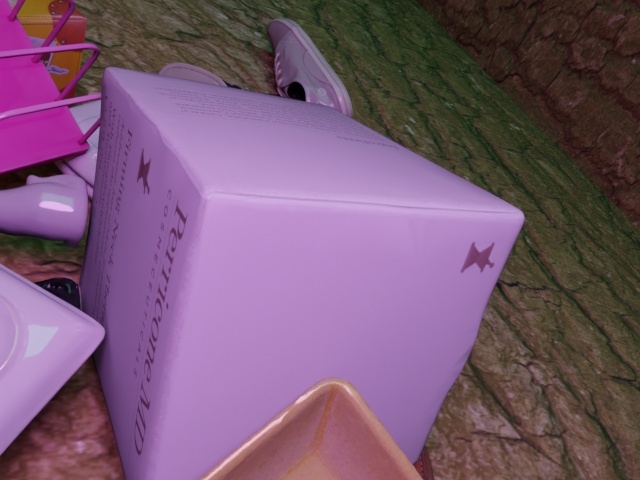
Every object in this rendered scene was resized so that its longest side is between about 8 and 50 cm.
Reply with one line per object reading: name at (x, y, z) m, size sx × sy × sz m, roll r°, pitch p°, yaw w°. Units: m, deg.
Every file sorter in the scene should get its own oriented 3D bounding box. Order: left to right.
file sorter at (-0.417, -0.251, 0.663) m, size 0.202 × 0.182 × 0.291 m, roll -34°, pitch 97°, yaw -49°

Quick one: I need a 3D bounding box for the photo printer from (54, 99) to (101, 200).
photo printer at (-0.290, -0.150, 0.934) m, size 0.256 × 0.107 × 0.307 m, roll 37°, pitch 38°, yaw 8°

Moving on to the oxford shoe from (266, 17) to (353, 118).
oxford shoe at (-0.066, -0.443, 1.404) m, size 0.129 × 0.169 × 0.450 m, roll -25°, pitch 55°, yaw -7°

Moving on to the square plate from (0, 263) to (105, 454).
square plate at (-0.432, 0.108, 0.440) m, size 0.347 × 0.049 × 0.344 m, roll 32°, pitch 54°, yaw 2°

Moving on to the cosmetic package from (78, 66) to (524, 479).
cosmetic package at (-0.068, 0.028, 0.615) m, size 0.327 × 0.330 × 0.393 m, roll 2°, pitch 26°, yaw -33°

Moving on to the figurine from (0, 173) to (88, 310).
figurine at (-0.386, 0.017, 0.607) m, size 0.209 × 0.092 × 0.215 m, roll 7°, pitch 72°, yaw -33°

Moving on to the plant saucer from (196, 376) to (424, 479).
plant saucer at (-0.019, 0.332, 0.386) m, size 0.332 × 0.081 × 0.333 m, roll -34°, pitch 80°, yaw -24°

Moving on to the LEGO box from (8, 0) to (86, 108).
LEGO box at (-0.697, -0.349, 0.805) m, size 0.372 × 0.193 × 0.500 m, roll 43°, pitch 38°, yaw 15°

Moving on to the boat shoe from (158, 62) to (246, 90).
boat shoe at (-0.185, -0.263, 1.139) m, size 0.339 × 0.127 × 0.113 m, roll 24°, pitch 7°, yaw 2°

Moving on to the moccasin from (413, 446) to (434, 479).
moccasin at (0.022, 0.335, 0.562) m, size 0.380 × 0.139 × 0.147 m, roll -42°, pitch 119°, yaw -46°
